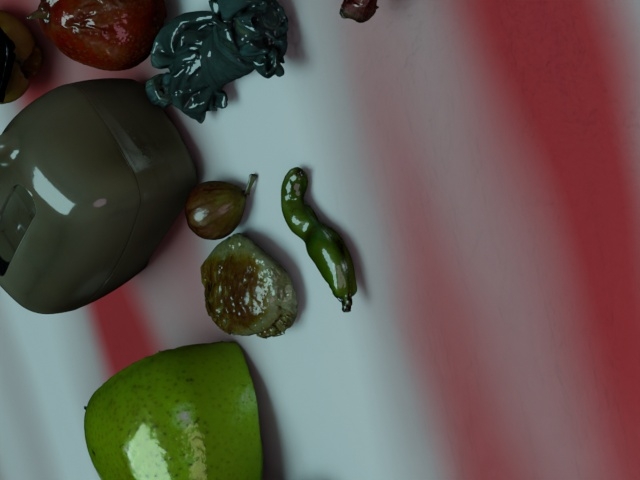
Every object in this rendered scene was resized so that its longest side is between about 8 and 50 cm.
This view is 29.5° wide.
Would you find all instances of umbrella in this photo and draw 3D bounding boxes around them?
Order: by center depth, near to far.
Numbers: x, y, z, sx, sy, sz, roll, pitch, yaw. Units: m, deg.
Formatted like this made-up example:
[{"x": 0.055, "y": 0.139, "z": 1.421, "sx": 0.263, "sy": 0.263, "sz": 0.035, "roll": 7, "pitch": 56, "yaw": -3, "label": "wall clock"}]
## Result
[{"x": -0.162, "y": -0.253, "z": 1.706, "sx": 0.349, "sy": 0.094, "sz": 0.143, "roll": -18, "pitch": 86, "yaw": 54, "label": "umbrella"}]

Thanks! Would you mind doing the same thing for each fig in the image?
[{"x": -0.139, "y": -0.054, "z": 1.790, "sx": 0.125, "sy": 0.089, "sz": 0.089, "roll": -25, "pitch": 88, "yaw": 32, "label": "fig"}]

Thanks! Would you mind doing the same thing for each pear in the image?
[{"x": -0.230, "y": 0.365, "z": 1.940, "sx": 0.342, "sy": 0.238, "sz": 0.318, "roll": -51, "pitch": 54, "yaw": 46, "label": "pear"}]

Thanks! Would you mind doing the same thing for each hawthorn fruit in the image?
[{"x": -0.313, "y": -0.336, "z": 1.770, "sx": 0.179, "sy": 0.173, "sz": 0.173, "roll": 32, "pitch": 148, "yaw": -25, "label": "hawthorn fruit"}]

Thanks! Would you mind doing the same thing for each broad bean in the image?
[{"x": 0.000, "y": 0.000, "z": 1.674, "sx": 0.070, "sy": 0.048, "sz": 0.214, "roll": -38, "pitch": 75, "yaw": 50, "label": "broad bean"}]

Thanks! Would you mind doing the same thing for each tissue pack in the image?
[{"x": -0.391, "y": -0.059, "z": 1.911, "sx": 0.267, "sy": 0.276, "sz": 0.387, "roll": 54, "pitch": 140, "yaw": 11, "label": "tissue pack"}]

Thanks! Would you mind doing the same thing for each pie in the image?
[{"x": -0.112, "y": 0.069, "z": 1.813, "sx": 0.193, "sy": 0.079, "sz": 0.163, "roll": -9, "pitch": 96, "yaw": 52, "label": "pie"}]

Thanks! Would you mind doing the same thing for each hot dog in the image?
[{"x": -0.572, "y": -0.341, "z": 2.119, "sx": 0.326, "sy": 0.107, "sz": 0.194, "roll": 45, "pitch": 127, "yaw": 38, "label": "hot dog"}]

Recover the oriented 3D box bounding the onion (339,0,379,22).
[{"x": 0.062, "y": -0.352, "z": 1.396, "sx": 0.173, "sy": 0.135, "sz": 0.198, "roll": 34, "pitch": 145, "yaw": 30, "label": "onion"}]
